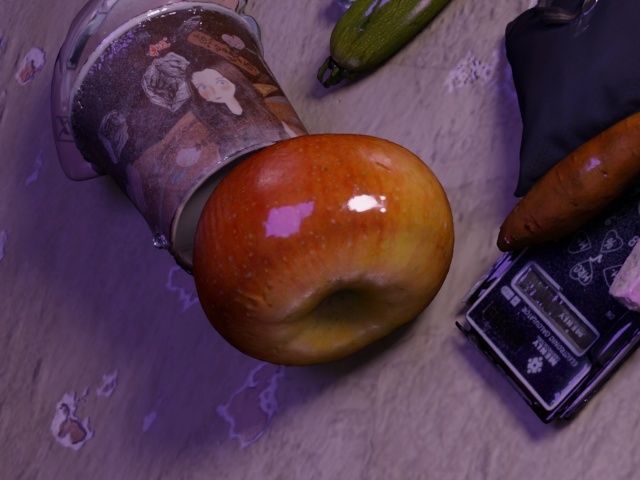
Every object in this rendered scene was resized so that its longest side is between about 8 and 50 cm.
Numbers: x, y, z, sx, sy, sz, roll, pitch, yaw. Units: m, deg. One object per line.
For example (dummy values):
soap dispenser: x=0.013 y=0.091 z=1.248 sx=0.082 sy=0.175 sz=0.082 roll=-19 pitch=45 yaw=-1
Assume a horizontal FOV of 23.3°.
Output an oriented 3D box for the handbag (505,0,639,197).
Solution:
handbag: x=0.247 y=-0.177 z=1.304 sx=0.254 sy=0.089 sz=0.211 roll=-37 pitch=38 yaw=41

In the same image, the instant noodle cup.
instant noodle cup: x=-0.110 y=-0.088 z=1.504 sx=0.217 sy=0.217 sz=0.207 roll=-46 pitch=51 yaw=12

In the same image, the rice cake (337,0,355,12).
rice cake: x=0.095 y=-0.309 z=1.565 sx=0.211 sy=0.034 sz=0.043 roll=-45 pitch=37 yaw=13

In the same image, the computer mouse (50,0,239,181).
computer mouse: x=-0.191 y=-0.240 z=1.701 sx=0.200 sy=0.115 sz=0.389 roll=8 pitch=67 yaw=43

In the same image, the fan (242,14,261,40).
fan: x=-0.178 y=-0.165 z=1.732 sx=0.282 sy=0.023 sz=0.057 roll=-29 pitch=52 yaw=24

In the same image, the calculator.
calculator: x=0.237 y=0.008 z=1.266 sx=0.274 sy=0.028 sz=0.165 roll=-49 pitch=44 yaw=8

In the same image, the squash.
squash: x=0.105 y=-0.269 z=1.506 sx=0.318 sy=0.071 sz=0.080 roll=-51 pitch=58 yaw=9

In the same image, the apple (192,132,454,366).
apple: x=0.000 y=0.000 z=1.349 sx=0.235 sy=0.210 sz=0.173 roll=-20 pitch=55 yaw=8

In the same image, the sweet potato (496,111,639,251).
sweet potato: x=0.232 y=-0.062 z=1.237 sx=0.264 sy=0.057 sz=0.057 roll=-41 pitch=44 yaw=36

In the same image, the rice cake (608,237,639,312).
rice cake: x=0.290 y=-0.033 z=1.189 sx=0.206 sy=0.047 sz=0.036 roll=-56 pitch=39 yaw=-4
